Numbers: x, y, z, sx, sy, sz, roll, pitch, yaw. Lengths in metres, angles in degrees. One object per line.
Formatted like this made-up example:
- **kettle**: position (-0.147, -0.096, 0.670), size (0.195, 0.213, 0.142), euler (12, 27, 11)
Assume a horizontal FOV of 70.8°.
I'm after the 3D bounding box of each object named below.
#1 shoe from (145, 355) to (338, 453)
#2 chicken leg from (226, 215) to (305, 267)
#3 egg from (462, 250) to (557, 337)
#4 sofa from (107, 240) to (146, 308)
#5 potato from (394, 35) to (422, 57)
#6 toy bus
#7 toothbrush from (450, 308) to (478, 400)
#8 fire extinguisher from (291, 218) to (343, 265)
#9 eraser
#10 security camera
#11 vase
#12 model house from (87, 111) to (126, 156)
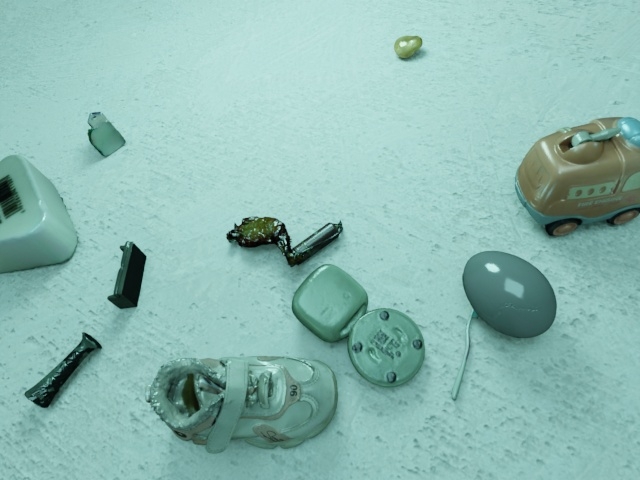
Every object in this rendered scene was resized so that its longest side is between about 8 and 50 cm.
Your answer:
- **shoe**: position (-0.144, 0.299, 0.842), size (0.350, 0.198, 0.172), euler (-12, 60, 4)
- **chicken leg**: position (-0.125, -0.006, 1.083), size (0.253, 0.051, 0.106), euler (19, 57, 39)
- **egg**: position (0.371, 0.104, 0.897), size (0.146, 0.146, 0.199), euler (-36, 53, -11)
- **sofa**: position (-0.480, 0.083, 1.097), size (0.060, 0.085, 0.147), euler (-4, 59, 4)
- **potato**: position (0.271, -0.600, 1.386), size (0.083, 0.062, 0.068), euler (-18, 83, 32)
- **toy bus**: position (0.579, -0.157, 0.971), size (0.287, 0.232, 0.194), euler (-11, 56, 5)
- **toothbrush**: position (0.293, 0.225, 0.915), size (0.022, 0.017, 0.204), euler (5, 58, 35)
- **fire extinguisher**: position (0.000, 0.000, 1.080), size (0.157, 0.045, 0.078), euler (-35, 21, -12)
- **eraser**: position (-0.797, -0.045, 1.193), size (0.331, 0.150, 0.331), euler (-4, 60, 6)
- **security camera**: position (0.078, 0.180, 0.949), size (0.301, 0.080, 0.157), euler (38, 70, 16)
- **vase**: position (-0.571, 0.287, 1.007), size (0.059, 0.059, 0.167), euler (29, 68, 24)
- **model house**: position (-0.669, -0.331, 1.368), size (0.087, 0.101, 0.100), euler (-41, 60, -12)
